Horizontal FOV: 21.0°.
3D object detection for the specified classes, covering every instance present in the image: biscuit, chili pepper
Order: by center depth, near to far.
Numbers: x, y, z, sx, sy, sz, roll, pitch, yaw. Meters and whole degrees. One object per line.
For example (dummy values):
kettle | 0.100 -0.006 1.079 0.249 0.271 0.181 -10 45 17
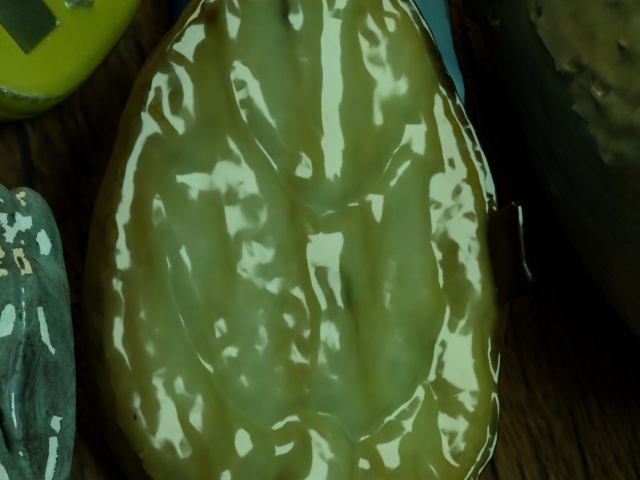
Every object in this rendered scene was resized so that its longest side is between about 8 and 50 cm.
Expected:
chili pepper | -0.105 0.034 0.563 0.050 0.041 0.153 -6 64 -9
biscuit | -0.003 0.001 0.664 0.203 0.041 0.260 9 77 -34

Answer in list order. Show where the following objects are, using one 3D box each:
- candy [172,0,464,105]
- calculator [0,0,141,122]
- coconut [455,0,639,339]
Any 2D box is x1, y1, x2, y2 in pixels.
candy | 0.004 -0.096 0.772 0.187 0.077 0.331 18 53 -36
calculator | -0.132 -0.120 0.646 0.146 0.032 0.235 51 34 -15
coconut | 0.247 -0.115 0.866 0.404 0.404 0.405 32 44 -36
